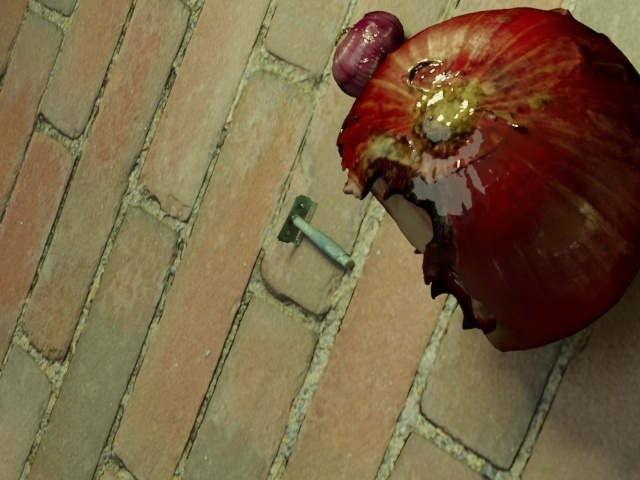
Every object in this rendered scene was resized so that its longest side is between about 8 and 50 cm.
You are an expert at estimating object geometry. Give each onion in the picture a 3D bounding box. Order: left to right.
[{"bbox_3d":[0.067,-0.227,2.100,0.104,0.115,0.115,32,109,8],"label":"onion"},{"bbox_3d":[0.184,-0.080,1.690,0.341,0.341,0.341,-25,58,47],"label":"onion"}]

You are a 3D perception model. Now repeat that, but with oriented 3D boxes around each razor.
[{"bbox_3d":[0.000,0.000,2.149,0.135,0.040,0.068,39,110,48],"label":"razor"}]
